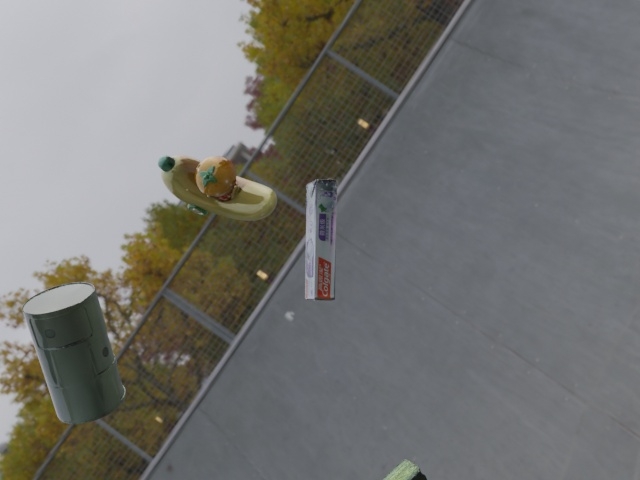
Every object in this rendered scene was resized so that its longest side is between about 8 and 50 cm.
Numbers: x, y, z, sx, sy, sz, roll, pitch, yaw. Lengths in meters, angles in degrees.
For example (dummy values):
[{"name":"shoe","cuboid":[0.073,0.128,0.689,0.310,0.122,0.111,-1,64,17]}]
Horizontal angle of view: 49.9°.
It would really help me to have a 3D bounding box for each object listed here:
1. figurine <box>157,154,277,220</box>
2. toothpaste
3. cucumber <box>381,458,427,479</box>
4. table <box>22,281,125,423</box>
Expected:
[{"name":"figurine","cuboid":[-0.266,-0.146,1.798,0.222,0.324,0.124,70,-140,-65]},{"name":"toothpaste","cuboid":[0.000,0.000,1.123,0.047,0.040,0.197,166,106,-69]},{"name":"cucumber","cuboid":[0.078,0.447,1.084,0.243,0.063,0.115,-34,-6,-19]},{"name":"table","cuboid":[-0.435,0.199,1.223,0.126,0.126,0.220,-47,-48,-59]}]
